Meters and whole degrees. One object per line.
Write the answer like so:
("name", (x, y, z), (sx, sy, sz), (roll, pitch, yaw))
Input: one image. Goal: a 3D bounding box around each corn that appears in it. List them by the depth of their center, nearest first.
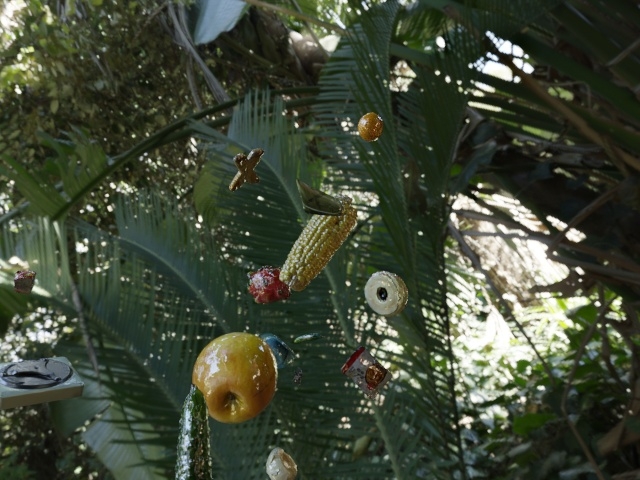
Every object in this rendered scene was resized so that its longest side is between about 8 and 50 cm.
("corn", (0.000, 0.000, 1.295), (0.346, 0.130, 0.130), (-57, -14, -13))

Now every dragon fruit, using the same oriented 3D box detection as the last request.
("dragon fruit", (-0.972, 0.128, 1.383), (0.056, 0.060, 0.083), (9, -53, -25))
("dragon fruit", (-0.239, 0.190, 1.958), (0.200, 0.269, 0.198), (-50, -57, -1))

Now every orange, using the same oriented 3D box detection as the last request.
("orange", (0.148, -0.338, 1.253), (0.083, 0.070, 0.083), (-33, -40, -33))

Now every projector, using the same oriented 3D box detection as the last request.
("projector", (-1.027, 0.497, 1.516), (0.259, 0.257, 0.079), (6, -82, -47))

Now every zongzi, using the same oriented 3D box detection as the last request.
("zongzi", (0.002, -0.105, 1.007), (0.104, 0.052, 0.113), (3, -36, 15))

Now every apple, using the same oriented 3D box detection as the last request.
("apple", (-0.268, 0.440, 1.349), (0.286, 0.286, 0.233), (-39, 23, 18))

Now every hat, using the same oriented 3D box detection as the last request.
("hat", (-0.197, 0.474, 1.763), (0.138, 0.191, 0.078), (-51, 7, 17))

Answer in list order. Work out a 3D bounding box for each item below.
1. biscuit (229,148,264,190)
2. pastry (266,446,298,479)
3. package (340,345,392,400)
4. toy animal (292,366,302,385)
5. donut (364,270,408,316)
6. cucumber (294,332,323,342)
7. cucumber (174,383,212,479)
("biscuit", (-0.345, -0.330, 1.957), (0.164, 0.047, 0.207), (-24, -28, -33))
("pastry", (-0.171, 0.995, 1.843), (0.088, 0.166, 0.166), (-45, -19, -1))
("package", (0.212, 0.605, 1.920), (0.154, 0.239, 0.030), (-47, 15, -9))
("toy animal", (-0.077, 0.454, 1.378), (0.084, 0.028, 0.050), (-73, -9, -74))
("donut", (0.244, 0.193, 1.537), (0.068, 0.174, 0.174), (-7, -31, -46))
("cucumber", (-0.059, 0.502, 2.179), (0.168, 0.039, 0.039), (-13, -13, 17))
("cucumber", (-0.228, 0.377, 0.762), (0.069, 0.227, 0.069), (-6, -28, -3))
